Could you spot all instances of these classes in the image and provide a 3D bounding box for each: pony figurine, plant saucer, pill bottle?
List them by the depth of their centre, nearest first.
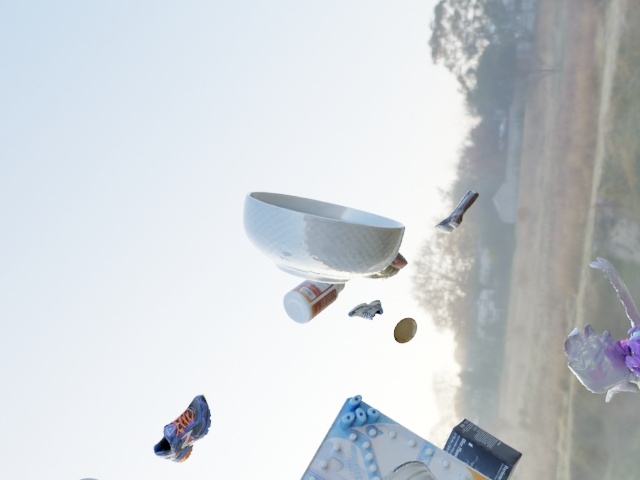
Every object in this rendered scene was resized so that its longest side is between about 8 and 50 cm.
[{"bbox_3d":[0.693,0.241,1.327,0.303,0.363,0.351,-48,-63,-31],"label":"pony figurine"},{"bbox_3d":[0.239,0.255,1.804,0.083,0.015,0.083,-9,-70,-25],"label":"plant saucer"},{"bbox_3d":[-0.015,0.180,2.117,0.216,0.121,0.121,-33,-53,-43],"label":"pill bottle"}]

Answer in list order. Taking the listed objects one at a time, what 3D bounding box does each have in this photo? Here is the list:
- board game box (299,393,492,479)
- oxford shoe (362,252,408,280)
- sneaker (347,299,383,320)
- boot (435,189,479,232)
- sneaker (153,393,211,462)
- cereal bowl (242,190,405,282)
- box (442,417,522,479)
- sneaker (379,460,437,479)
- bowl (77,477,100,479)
[{"bbox_3d":[0.135,0.533,1.158,0.390,0.390,0.050,-54,-11,-34],"label":"board game box"},{"bbox_3d":[0.157,0.073,2.077,0.348,0.123,0.130,20,-65,-47],"label":"oxford shoe"},{"bbox_3d":[0.152,0.234,2.059,0.058,0.135,0.052,64,148,23],"label":"sneaker"},{"bbox_3d":[0.353,-0.076,1.624,0.114,0.037,0.106,-56,15,-20],"label":"boot"},{"bbox_3d":[-0.337,0.465,1.545,0.087,0.083,0.221,14,-65,-39],"label":"sneaker"},{"bbox_3d":[0.000,0.000,1.304,0.339,0.339,0.141,-13,-65,-69],"label":"cereal bowl"},{"bbox_3d":[0.363,0.536,1.490,0.093,0.158,0.156,-2,-64,-60],"label":"box"},{"bbox_3d":[0.098,0.414,0.897,0.297,0.129,0.111,-8,-44,-54],"label":"sneaker"},{"bbox_3d":[-0.488,0.549,1.312,0.170,0.170,0.080,-32,-43,-66],"label":"bowl"}]
